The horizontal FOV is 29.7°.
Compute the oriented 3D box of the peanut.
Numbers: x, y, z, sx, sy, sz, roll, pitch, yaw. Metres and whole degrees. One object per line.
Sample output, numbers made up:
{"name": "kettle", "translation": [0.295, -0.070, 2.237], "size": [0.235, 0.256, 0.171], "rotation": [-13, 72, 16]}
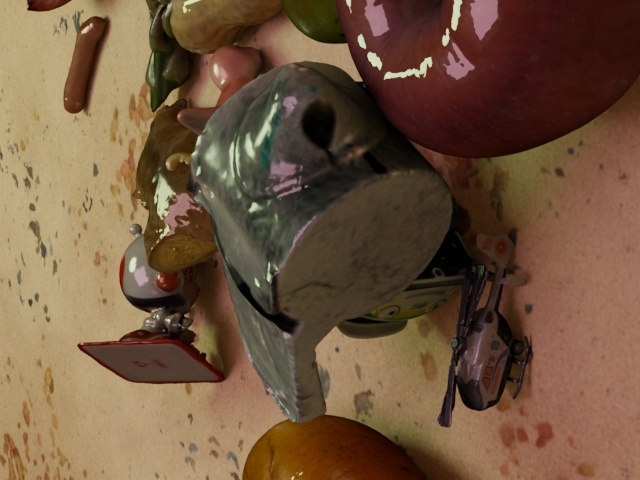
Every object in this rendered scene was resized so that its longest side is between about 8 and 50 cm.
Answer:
{"name": "peanut", "translation": [-0.108, -0.313, 1.508], "size": [0.263, 0.101, 0.117], "rotation": [-16, 98, 55]}

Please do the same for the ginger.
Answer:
{"name": "ginger", "translation": [-0.177, -0.103, 1.622], "size": [0.219, 0.123, 0.270], "rotation": [-37, 56, 31]}

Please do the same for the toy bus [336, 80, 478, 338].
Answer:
{"name": "toy bus", "translation": [0.040, -0.029, 1.310], "size": [0.165, 0.133, 0.276], "rotation": [-55, 50, 43]}

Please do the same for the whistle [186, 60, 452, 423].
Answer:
{"name": "whistle", "translation": [-0.027, 0.014, 1.134], "size": [0.168, 0.188, 0.405], "rotation": [51, 131, 34]}

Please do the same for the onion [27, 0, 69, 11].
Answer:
{"name": "onion", "translation": [-0.397, -0.493, 1.861], "size": [0.283, 0.120, 0.227], "rotation": [113, 151, -55]}

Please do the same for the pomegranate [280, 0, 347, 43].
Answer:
{"name": "pomegranate", "translation": [0.039, -0.263, 1.278], "size": [0.159, 0.159, 0.205], "rotation": [10, 128, 54]}

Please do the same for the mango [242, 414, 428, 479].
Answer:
{"name": "mango", "translation": [0.018, 0.305, 1.369], "size": [0.199, 0.201, 0.350], "rotation": [-55, 30, -5]}

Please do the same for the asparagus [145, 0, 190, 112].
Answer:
{"name": "asparagus", "translation": [-0.202, -0.302, 1.655], "size": [0.080, 0.080, 0.287], "rotation": [47, 145, 41]}

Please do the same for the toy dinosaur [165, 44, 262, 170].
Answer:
{"name": "toy dinosaur", "translation": [-0.099, -0.167, 1.478], "size": [0.177, 0.194, 0.152], "rotation": [47, 144, 12]}

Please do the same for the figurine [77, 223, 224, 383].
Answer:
{"name": "figurine", "translation": [-0.224, 0.069, 1.706], "size": [0.160, 0.183, 0.226], "rotation": [-4, 66, 17]}

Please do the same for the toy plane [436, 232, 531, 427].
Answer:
{"name": "toy plane", "translation": [0.166, 0.091, 1.197], "size": [0.053, 0.078, 0.197], "rotation": [13, 91, 56]}

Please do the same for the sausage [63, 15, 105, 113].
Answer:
{"name": "sausage", "translation": [-0.389, -0.289, 1.972], "size": [0.043, 0.043, 0.186], "rotation": [55, 136, 35]}

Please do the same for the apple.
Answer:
{"name": "apple", "translation": [0.152, -0.219, 1.030], "size": [0.305, 0.235, 0.306], "rotation": [20, 114, 53]}
